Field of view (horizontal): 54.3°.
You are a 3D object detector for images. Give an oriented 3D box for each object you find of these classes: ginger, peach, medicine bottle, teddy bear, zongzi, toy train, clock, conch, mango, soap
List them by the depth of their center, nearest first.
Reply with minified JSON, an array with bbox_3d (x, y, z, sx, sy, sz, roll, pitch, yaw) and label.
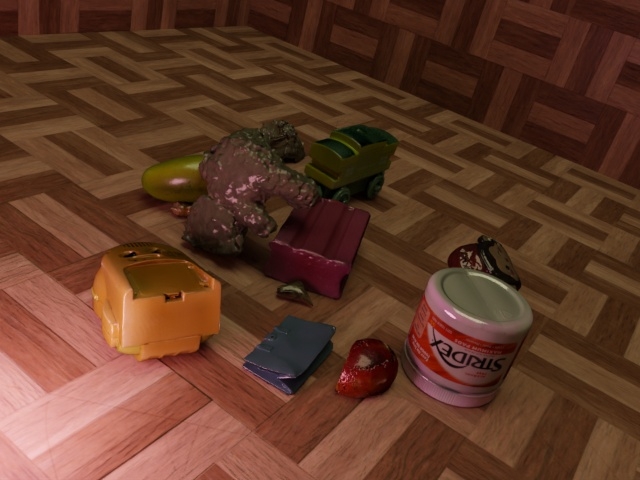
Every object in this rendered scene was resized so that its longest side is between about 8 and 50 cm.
[{"bbox_3d":[-0.379,0.116,1.402,0.244,0.200,0.317,-1,25,-32],"label":"clock"},{"bbox_3d":[0.104,0.285,1.418,0.172,0.092,0.127,-14,43,-45],"label":"peach"},{"bbox_3d":[0.344,0.224,1.486,0.252,0.241,0.252,11,30,-6],"label":"medicine bottle"},{"bbox_3d":[-0.069,0.149,1.637,0.076,0.040,0.083,-12,56,-29],"label":"zongzi"},{"bbox_3d":[-0.236,-0.120,1.750,0.357,0.367,0.224,44,10,29],"label":"teddy bear"},{"bbox_3d":[0.000,0.000,1.824,0.233,0.128,0.359,19,30,4],"label":"soap"},{"bbox_3d":[-0.365,-0.079,1.857,0.165,0.067,0.096,0,31,0],"label":"ginger"},{"bbox_3d":[-0.400,-0.185,1.907,0.273,0.149,0.185,-6,-1,-26],"label":"mango"},{"bbox_3d":[0.105,-0.262,2.181,0.179,0.272,0.442,34,34,24],"label":"toy train"},{"bbox_3d":[-0.147,-0.382,2.444,0.245,0.163,0.178,10,58,-44],"label":"conch"}]

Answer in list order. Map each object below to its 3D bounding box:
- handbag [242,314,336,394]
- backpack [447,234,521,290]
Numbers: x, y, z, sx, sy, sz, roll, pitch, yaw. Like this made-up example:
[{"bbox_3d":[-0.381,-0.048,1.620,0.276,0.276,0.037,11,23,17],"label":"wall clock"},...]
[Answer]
[{"bbox_3d":[-0.068,0.253,1.437,0.144,0.057,0.221,18,30,19],"label":"handbag"},{"bbox_3d":[0.486,0.095,1.893,0.229,0.139,0.229,16,45,-16],"label":"backpack"}]
